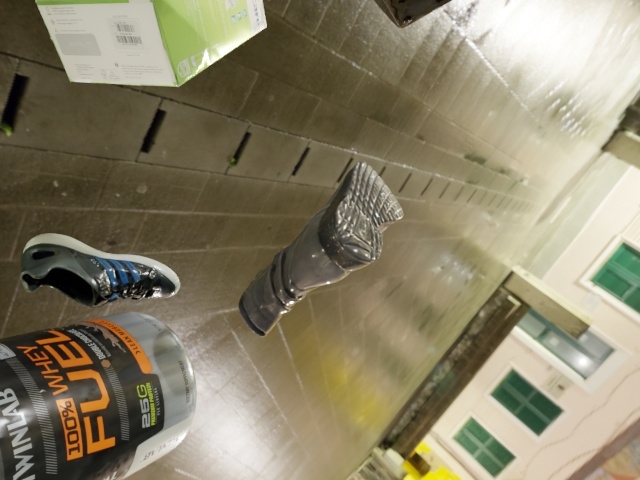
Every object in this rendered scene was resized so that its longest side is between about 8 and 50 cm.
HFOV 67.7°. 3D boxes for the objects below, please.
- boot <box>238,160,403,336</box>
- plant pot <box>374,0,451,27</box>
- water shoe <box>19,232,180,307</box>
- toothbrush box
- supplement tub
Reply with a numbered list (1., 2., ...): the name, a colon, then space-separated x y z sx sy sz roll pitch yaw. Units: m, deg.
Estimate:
1. boot: 0.000 0.000 0.758 0.222 0.118 0.338 -38 -178 27
2. plant pot: 0.114 -0.391 0.593 0.188 0.167 0.187 -24 166 20
3. water shoe: -0.287 0.059 0.633 0.203 0.080 0.073 21 128 -34
4. toothbrush box: -0.244 -0.354 0.752 0.283 0.206 0.122 -58 150 -45
5. supplement tub: -0.322 0.207 0.532 0.207 0.207 0.338 -58 159 18
